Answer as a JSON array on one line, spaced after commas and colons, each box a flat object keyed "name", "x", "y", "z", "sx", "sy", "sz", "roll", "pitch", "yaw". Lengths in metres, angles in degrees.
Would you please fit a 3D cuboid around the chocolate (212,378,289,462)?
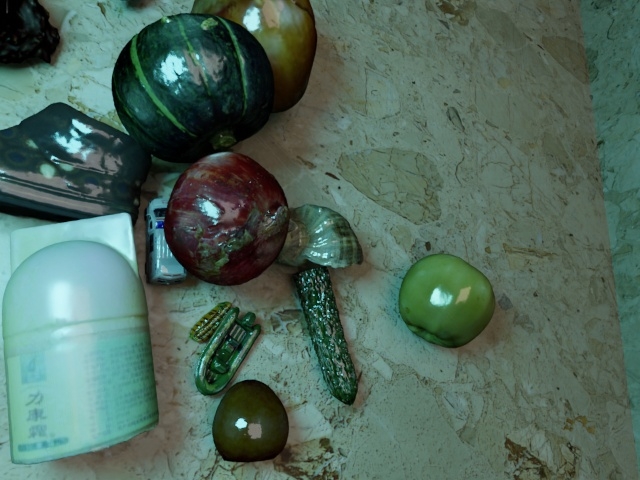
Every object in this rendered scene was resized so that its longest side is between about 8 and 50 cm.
[{"name": "chocolate", "x": -0.149, "y": 0.387, "z": 0.923, "sx": 0.176, "sy": 0.176, "sz": 0.177, "roll": 8, "pitch": 72, "yaw": -26}]

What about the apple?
[{"name": "apple", "x": 0.354, "y": 0.170, "z": 1.197, "sx": 0.262, "sy": 0.262, "sz": 0.263, "roll": 8, "pitch": 72, "yaw": -26}]

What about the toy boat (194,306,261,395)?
[{"name": "toy boat", "x": -0.216, "y": 0.255, "z": 0.981, "sx": 0.104, "sy": 0.052, "sz": 0.210, "roll": 48, "pitch": 58, "yaw": -29}]

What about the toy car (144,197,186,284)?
[{"name": "toy car", "x": -0.345, "y": -0.005, "z": 0.958, "sx": 0.089, "sy": 0.108, "sz": 0.210, "roll": 2, "pitch": 74, "yaw": -27}]

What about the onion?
[{"name": "onion", "x": -0.184, "y": -0.042, "z": 0.886, "sx": 0.276, "sy": 0.276, "sz": 0.277, "roll": 8, "pitch": 72, "yaw": -26}]

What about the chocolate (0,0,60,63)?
[{"name": "chocolate", "x": -0.671, "y": -0.475, "z": 0.927, "sx": 0.177, "sy": 0.206, "sz": 0.224, "roll": 11, "pitch": 76, "yaw": -71}]

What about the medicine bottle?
[{"name": "medicine bottle", "x": -0.442, "y": 0.159, "z": 0.786, "sx": 0.235, "sy": 0.235, "sz": 0.407, "roll": -6, "pitch": 80, "yaw": -29}]

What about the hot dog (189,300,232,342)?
[{"name": "hot dog", "x": -0.252, "y": 0.189, "z": 0.993, "sx": 0.049, "sy": 0.037, "sz": 0.122, "roll": 49, "pitch": 61, "yaw": -12}]

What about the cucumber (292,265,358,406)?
[{"name": "cucumber", "x": 0.021, "y": 0.244, "z": 1.092, "sx": 0.096, "sy": 0.096, "sz": 0.360, "roll": -14, "pitch": 85, "yaw": -30}]

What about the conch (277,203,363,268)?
[{"name": "conch", "x": -0.003, "y": -0.016, "z": 1.094, "sx": 0.291, "sy": 0.210, "sz": 0.159, "roll": -5, "pitch": 95, "yaw": -43}]

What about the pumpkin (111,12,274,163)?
[{"name": "pumpkin", "x": -0.249, "y": -0.300, "z": 0.862, "sx": 0.323, "sy": 0.323, "sz": 0.242, "roll": -24, "pitch": 85, "yaw": -31}]

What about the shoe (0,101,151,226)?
[{"name": "shoe", "x": -0.551, "y": -0.165, "z": 0.857, "sx": 0.383, "sy": 0.171, "sz": 0.237, "roll": 12, "pitch": 77, "yaw": -26}]

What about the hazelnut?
[{"name": "hazelnut", "x": -0.155, "y": -0.509, "z": 1.088, "sx": 0.372, "sy": 0.315, "sz": 0.373, "roll": -9, "pitch": 90, "yaw": -74}]
